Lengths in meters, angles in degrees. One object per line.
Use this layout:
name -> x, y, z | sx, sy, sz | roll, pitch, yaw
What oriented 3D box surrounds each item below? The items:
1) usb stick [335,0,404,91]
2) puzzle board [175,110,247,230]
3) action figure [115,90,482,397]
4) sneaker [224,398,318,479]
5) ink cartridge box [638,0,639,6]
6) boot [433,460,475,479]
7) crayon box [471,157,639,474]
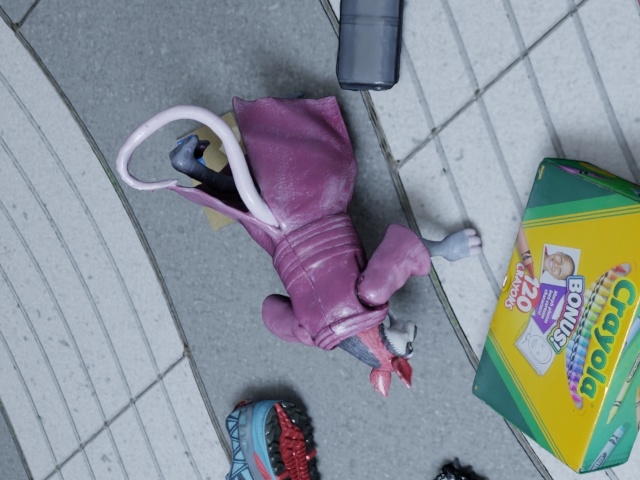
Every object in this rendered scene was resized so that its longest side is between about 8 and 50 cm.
usb stick -> 0.059, -0.305, 1.001 | 0.077, 0.045, 0.278 | 9, 105, 24
puzzle board -> -0.124, -0.087, 1.155 | 0.096, 0.011, 0.128 | -23, 91, 29
action figure -> 0.000, 0.000, 0.985 | 0.248, 0.275, 0.370 | -37, 71, 21
sneaker -> -0.064, 0.330, 1.189 | 0.125, 0.104, 0.262 | 0, 98, 43
ink cartridge box -> 0.359, -0.137, 0.709 | 0.160, 0.384, 0.279 | -18, 93, 24
boot -> 0.174, 0.336, 1.091 | 0.099, 0.045, 0.121 | 22, 106, 20
crayon box -> 0.270, 0.073, 0.926 | 0.165, 0.081, 0.279 | 35, 118, 50
